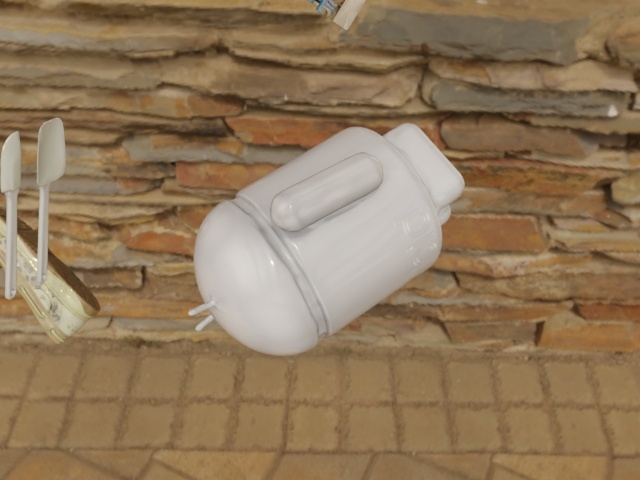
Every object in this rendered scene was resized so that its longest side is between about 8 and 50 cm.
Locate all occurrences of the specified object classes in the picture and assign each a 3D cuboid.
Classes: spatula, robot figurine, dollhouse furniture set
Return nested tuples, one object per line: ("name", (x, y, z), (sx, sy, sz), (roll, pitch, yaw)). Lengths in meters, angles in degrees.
("spatula", (-0.372, -0.021, 0.770), (0.019, 0.242, 0.168), (17, 27, 8))
("robot figurine", (0.000, 0.000, 0.748), (0.353, 0.300, 0.200), (-33, 68, -14))
("dollhouse furniture set", (0.029, -0.559, 1.376), (0.129, 0.129, 0.184), (29, 18, -16))

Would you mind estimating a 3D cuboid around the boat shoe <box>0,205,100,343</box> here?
("boat shoe", (-0.480, 0.039, 1.004), (0.285, 0.104, 0.089), (44, 85, 8))
